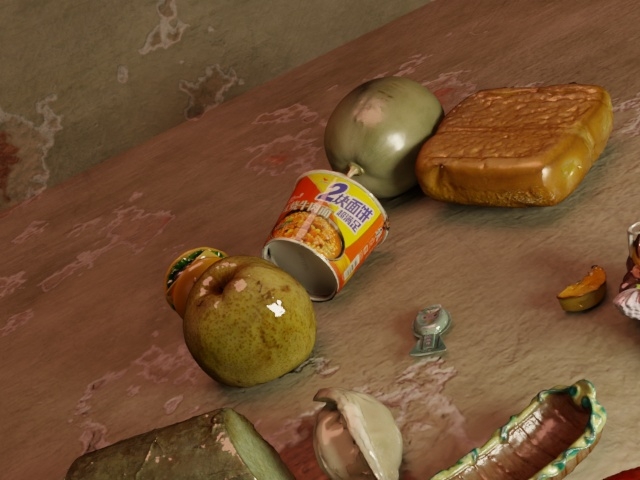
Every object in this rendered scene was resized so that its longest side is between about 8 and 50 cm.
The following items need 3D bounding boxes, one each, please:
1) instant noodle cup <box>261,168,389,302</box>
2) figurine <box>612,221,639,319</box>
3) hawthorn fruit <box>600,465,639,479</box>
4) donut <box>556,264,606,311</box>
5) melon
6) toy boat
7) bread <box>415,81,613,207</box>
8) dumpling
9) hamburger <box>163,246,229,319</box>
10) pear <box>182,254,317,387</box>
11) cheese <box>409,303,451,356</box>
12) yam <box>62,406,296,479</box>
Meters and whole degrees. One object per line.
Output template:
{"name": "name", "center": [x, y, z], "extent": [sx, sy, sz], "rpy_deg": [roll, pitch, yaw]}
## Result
{"name": "instant noodle cup", "center": [0.000, 0.000, 1.435], "extent": [0.213, 0.213, 0.174], "rpy_deg": [-1, 42, 39]}
{"name": "figurine", "center": [0.472, 0.071, 0.993], "extent": [0.174, 0.116, 0.240], "rpy_deg": [-18, 32, 16]}
{"name": "hawthorn fruit", "center": [0.282, 0.299, 0.647], "extent": [0.253, 0.205, 0.205], "rpy_deg": [-22, 25, 20]}
{"name": "donut", "center": [0.394, 0.074, 1.140], "extent": [0.067, 0.038, 0.083], "rpy_deg": [-11, 24, 29]}
{"name": "melon", "center": [0.141, -0.227, 1.669], "extent": [0.271, 0.272, 0.308], "rpy_deg": [-13, 24, 22]}
{"name": "toy boat", "center": [0.207, 0.263, 0.883], "extent": [0.292, 0.099, 0.108], "rpy_deg": [-25, 24, -19]}
{"name": "bread", "center": [0.374, -0.167, 1.490], "extent": [0.337, 0.148, 0.328], "rpy_deg": [3, 41, 39]}
{"name": "dumpling", "center": [0.040, 0.252, 1.000], "extent": [0.118, 0.136, 0.199], "rpy_deg": [-37, 18, -10]}
{"name": "hamburger", "center": [-0.225, 0.093, 1.490], "extent": [0.162, 0.162, 0.115], "rpy_deg": [-30, 27, -13]}
{"name": "pear", "center": [-0.125, 0.130, 1.267], "extent": [0.228, 0.211, 0.188], "rpy_deg": [-19, 28, 12]}
{"name": "cheese", "center": [0.174, 0.141, 1.208], "extent": [0.067, 0.026, 0.121], "rpy_deg": [-14, 28, 20]}
{"name": "yam", "center": [-0.190, 0.328, 1.020], "extent": [0.304, 0.168, 0.168], "rpy_deg": [-21, 26, 10]}
